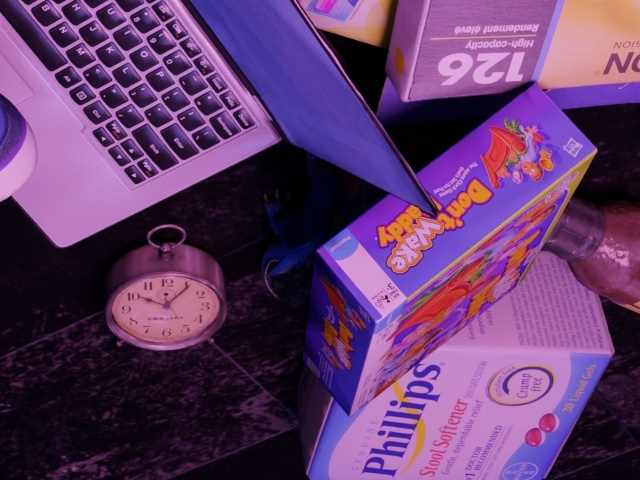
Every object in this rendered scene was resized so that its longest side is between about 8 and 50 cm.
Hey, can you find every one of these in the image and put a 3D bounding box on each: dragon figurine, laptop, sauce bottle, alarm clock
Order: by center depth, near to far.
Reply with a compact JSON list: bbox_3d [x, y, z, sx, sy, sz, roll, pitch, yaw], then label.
[{"bbox_3d":[-0.177,-0.137,1.095,0.407,0.236,0.382,-25,122,20],"label":"laptop"},{"bbox_3d":[0.000,0.000,1.411,0.085,0.144,0.289,19,132,-27],"label":"dragon figurine"},{"bbox_3d":[-0.163,0.044,1.498,0.129,0.064,0.192,0,141,-8],"label":"alarm clock"},{"bbox_3d":[0.346,0.021,1.517,0.344,0.111,0.111,22,131,-31],"label":"sauce bottle"}]

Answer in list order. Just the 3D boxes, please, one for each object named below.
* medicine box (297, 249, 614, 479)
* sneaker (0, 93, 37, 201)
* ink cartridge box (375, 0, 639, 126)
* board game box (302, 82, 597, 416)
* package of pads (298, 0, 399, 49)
[{"bbox_3d":[0.139,0.144,1.596,0.289,0.149,0.263,2,138,-13],"label":"medicine box"},{"bbox_3d":[-0.383,-0.161,1.091,0.322,0.130,0.236,24,152,21],"label":"sneaker"},{"bbox_3d":[0.214,-0.188,1.140,0.303,0.072,0.307,-7,141,-13],"label":"ink cartridge box"},{"bbox_3d":[0.101,0.023,1.274,0.233,0.078,0.347,-37,166,-13],"label":"board game box"},{"bbox_3d":[0.080,-0.266,1.153,0.296,0.101,0.229,13,136,-24],"label":"package of pads"}]
